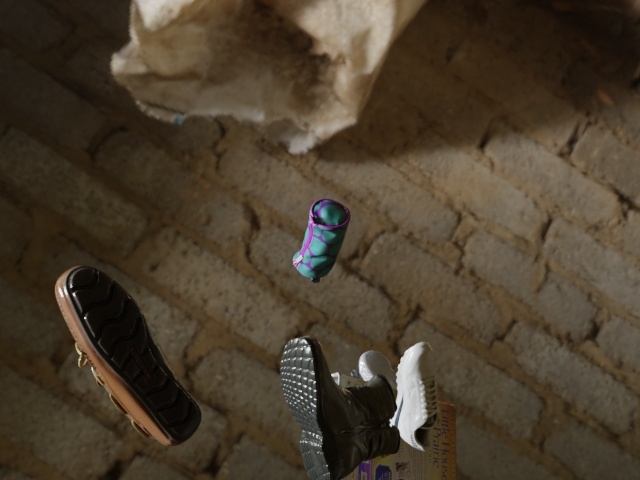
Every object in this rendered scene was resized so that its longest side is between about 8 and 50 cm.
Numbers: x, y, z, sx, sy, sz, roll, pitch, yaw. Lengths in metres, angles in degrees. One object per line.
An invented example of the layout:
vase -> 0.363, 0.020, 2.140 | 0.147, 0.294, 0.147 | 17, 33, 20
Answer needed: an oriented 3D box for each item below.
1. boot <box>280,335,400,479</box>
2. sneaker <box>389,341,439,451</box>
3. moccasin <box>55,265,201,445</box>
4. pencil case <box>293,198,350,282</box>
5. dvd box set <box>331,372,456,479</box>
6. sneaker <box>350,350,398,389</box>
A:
boot -> 0.035, 0.233, 1.368 | 0.083, 0.161, 0.246 | 9, 116, 50
sneaker -> 0.212, 0.323, 1.909 | 0.095, 0.090, 0.235 | 37, 130, 52
moccasin -> -0.364, 0.213, 1.677 | 0.147, 0.139, 0.380 | -12, 121, 41
pencil case -> 0.000, 0.000, 1.457 | 0.064, 0.070, 0.152 | 62, 153, 28
dvd box set -> 0.159, 0.491, 2.082 | 0.062, 0.308, 0.420 | -17, 152, 42
sneaker -> 0.166, 0.443, 2.496 | 0.268, 0.101, 0.153 | 63, 145, 20
